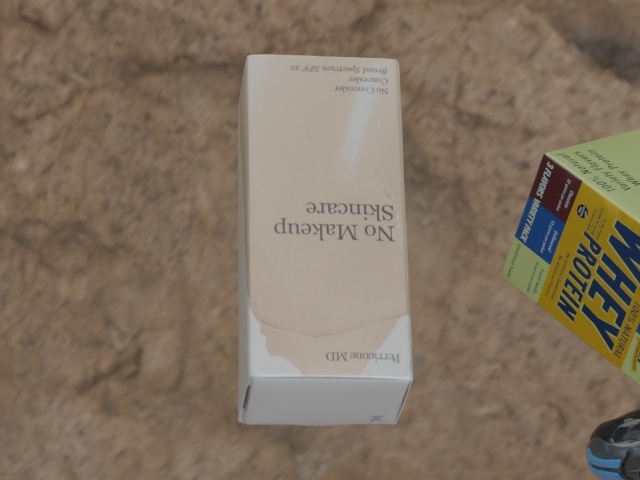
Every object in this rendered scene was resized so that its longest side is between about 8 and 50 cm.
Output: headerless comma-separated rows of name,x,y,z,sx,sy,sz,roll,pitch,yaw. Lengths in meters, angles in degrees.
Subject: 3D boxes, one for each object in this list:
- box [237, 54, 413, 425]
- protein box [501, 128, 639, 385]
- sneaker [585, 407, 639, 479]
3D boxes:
box,0.000,0.000,1.555,0.148,0.121,0.311,0,65,-7
protein box,0.313,0.010,1.575,0.201,0.136,0.200,-15,43,-40
sneaker,0.420,0.151,1.783,0.340,0.125,0.140,-17,65,-7
